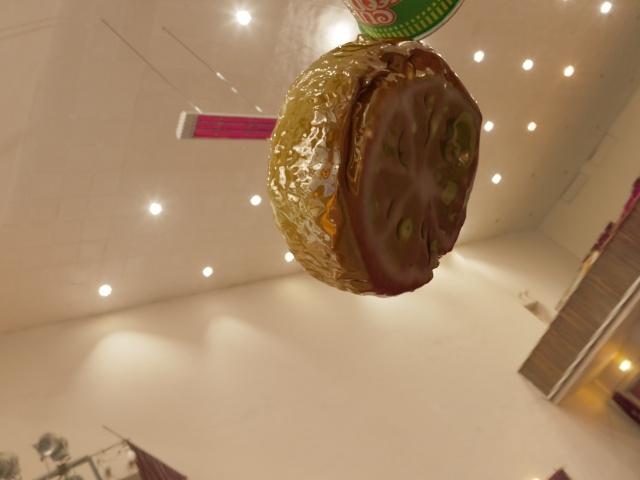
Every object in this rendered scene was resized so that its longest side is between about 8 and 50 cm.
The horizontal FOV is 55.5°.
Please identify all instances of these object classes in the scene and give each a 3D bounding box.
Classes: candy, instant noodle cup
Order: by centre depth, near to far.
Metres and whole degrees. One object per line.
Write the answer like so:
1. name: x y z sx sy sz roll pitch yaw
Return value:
1. candy: 0.062 -0.069 0.605 0.260 0.118 0.259 -8 -78 -46
2. instant noodle cup: 0.072 -0.414 0.826 0.233 0.207 0.207 26 -75 -48
